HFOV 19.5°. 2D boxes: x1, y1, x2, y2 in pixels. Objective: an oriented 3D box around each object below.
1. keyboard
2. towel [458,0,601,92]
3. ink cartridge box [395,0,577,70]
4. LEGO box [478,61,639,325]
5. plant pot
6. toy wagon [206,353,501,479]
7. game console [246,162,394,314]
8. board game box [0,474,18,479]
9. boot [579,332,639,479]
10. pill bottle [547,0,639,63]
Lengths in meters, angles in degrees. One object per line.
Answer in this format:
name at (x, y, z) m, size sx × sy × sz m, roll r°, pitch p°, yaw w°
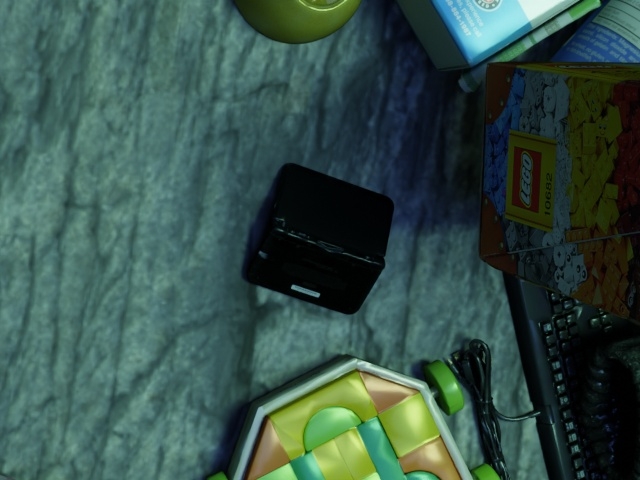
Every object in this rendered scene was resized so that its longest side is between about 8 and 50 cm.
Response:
keyboard at (0.245, 0.174, 1.918) m, size 0.201 × 0.033 × 0.317 m, roll -17°, pitch 102°, yaw -12°
towel at (0.202, -0.191, 1.782) m, size 0.152 × 0.113 × 0.023 m, roll -31°, pitch 98°, yaw 13°
ink cartridge box at (0.196, -0.333, 1.762) m, size 0.307 × 0.129 × 0.223 m, roll -32°, pitch 97°, yaw -8°
LEGO box at (0.442, -0.047, 1.607) m, size 0.500 × 0.372 × 0.193 m, roll -1°, pitch 100°, yaw -21°
plant pot at (-0.011, -0.250, 1.746) m, size 0.134 × 0.095 × 0.134 m, roll -2°, pitch 99°, yaw -15°
toy wagon at (0.058, 0.289, 1.852) m, size 0.267 × 0.068 × 0.344 m, roll -27°, pitch 98°, yaw -10°
game console at (0.000, 0.000, 1.832) m, size 0.122 × 0.071 × 0.107 m, roll 19°, pitch 123°, yaw -17°
board game box at (-0.223, 0.413, 1.770) m, size 0.318 × 0.066 × 0.319 m, roll 17°, pitch 94°, yaw -3°
boot at (0.382, 0.065, 1.871) m, size 0.260 × 0.131 × 0.348 m, roll -14°, pitch 102°, yaw -20°
pill bottle at (0.322, -0.173, 1.821) m, size 0.152 × 0.152 × 0.272 m, roll 44°, pitch 85°, yaw -17°
